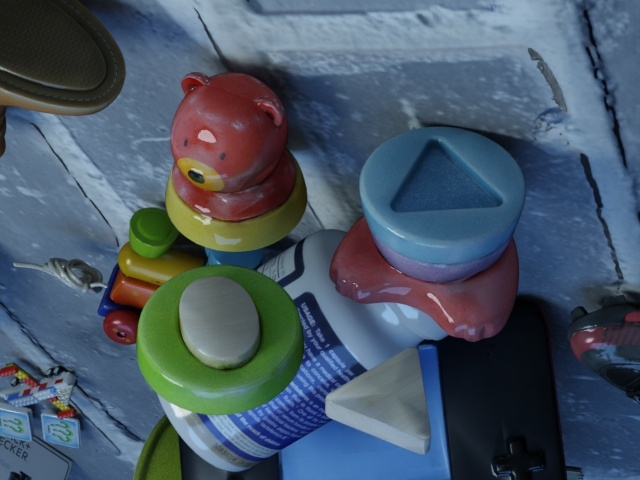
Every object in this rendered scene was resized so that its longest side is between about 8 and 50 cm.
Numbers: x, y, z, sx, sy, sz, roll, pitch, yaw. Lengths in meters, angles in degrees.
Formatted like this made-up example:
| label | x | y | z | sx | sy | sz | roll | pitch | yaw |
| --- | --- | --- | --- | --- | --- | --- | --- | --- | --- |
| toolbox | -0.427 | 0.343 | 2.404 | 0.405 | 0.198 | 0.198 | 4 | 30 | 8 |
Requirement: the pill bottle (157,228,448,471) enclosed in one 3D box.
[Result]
| label | x | y | z | sx | sy | sz | roll | pitch | yaw |
| --- | --- | --- | --- | --- | --- | --- | --- | --- | --- |
| pill bottle | -0.008 | 0.084 | 1.362 | 0.264 | 0.153 | 0.153 | -32 | 131 | 20 |

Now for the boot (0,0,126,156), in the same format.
| label | x | y | z | sx | sy | sz | roll | pitch | yaw |
| --- | --- | --- | --- | --- | --- | --- | --- | --- | --- |
| boot | -0.285 | -0.120 | 1.259 | 0.283 | 0.109 | 0.220 | 14 | 150 | 7 |

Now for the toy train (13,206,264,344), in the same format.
| label | x | y | z | sx | sy | sz | roll | pitch | yaw |
| --- | --- | --- | --- | --- | --- | --- | --- | --- | --- |
| toy train | -0.176 | 0.022 | 1.475 | 0.248 | 0.105 | 0.143 | 17 | 140 | -2 |

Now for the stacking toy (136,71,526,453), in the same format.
| label | x | y | z | sx | sy | sz | roll | pitch | yaw |
| --- | --- | --- | --- | --- | --- | --- | --- | --- | --- |
| stacking toy | 0.000 | 0.000 | 1.181 | 0.309 | 0.279 | 0.130 | 12 | 140 | 9 |

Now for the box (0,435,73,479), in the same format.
| label | x | y | z | sx | sy | sz | roll | pitch | yaw |
| --- | --- | --- | --- | --- | --- | --- | --- | --- | --- |
| box | -0.457 | 0.392 | 2.044 | 0.087 | 0.290 | 0.169 | -11 | 140 | 36 |

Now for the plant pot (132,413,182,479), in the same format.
| label | x | y | z | sx | sy | sz | roll | pitch | yaw |
| --- | --- | --- | --- | --- | --- | --- | --- | --- | --- |
| plant pot | 0.045 | 0.312 | 1.654 | 0.353 | 0.366 | 0.366 | -18 | 138 | 28 |

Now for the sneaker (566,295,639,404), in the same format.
| label | x | y | z | sx | sy | sz | roll | pitch | yaw |
| --- | --- | --- | --- | --- | --- | --- | --- | --- | --- |
| sneaker | 0.347 | 0.147 | 1.398 | 0.276 | 0.135 | 0.097 | 23 | 152 | -11 |

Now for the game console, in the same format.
| label | x | y | z | sx | sy | sz | roll | pitch | yaw |
| --- | --- | --- | --- | --- | --- | --- | --- | --- | --- |
| game console | 0.049 | 0.249 | 1.468 | 0.386 | 0.342 | 0.060 | -9 | 173 | 17 |

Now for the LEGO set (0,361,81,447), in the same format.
| label | x | y | z | sx | sy | sz | roll | pitch | yaw |
| --- | --- | --- | --- | --- | --- | --- | --- | --- | --- |
| LEGO set | -0.395 | 0.202 | 1.915 | 0.182 | 0.060 | 0.244 | 12 | 144 | 1 |

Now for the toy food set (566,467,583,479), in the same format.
| label | x | y | z | sx | sy | sz | roll | pitch | yaw |
| --- | --- | --- | --- | --- | --- | --- | --- | --- | --- |
| toy food set | 0.270 | 0.327 | 1.841 | 0.132 | 0.038 | 0.192 | 3 | 148 | 22 |
